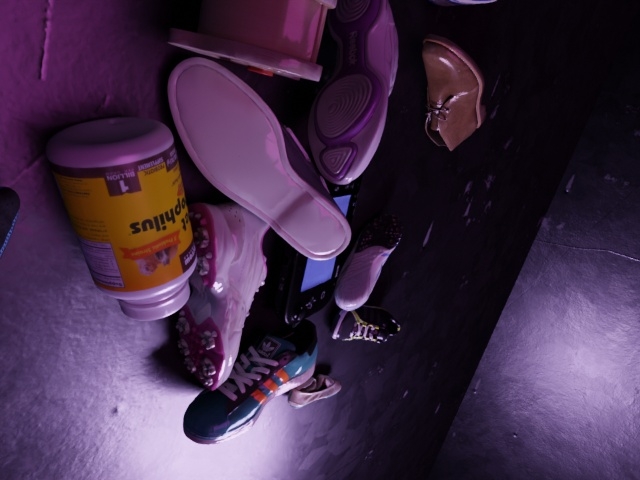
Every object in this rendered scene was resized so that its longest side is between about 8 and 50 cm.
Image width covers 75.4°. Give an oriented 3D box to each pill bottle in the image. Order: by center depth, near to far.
[{"bbox_3d":[-0.206,-0.018,0.463,0.117,0.117,0.215,-28,132,-36],"label":"pill bottle"}]

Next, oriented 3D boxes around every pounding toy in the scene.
[{"bbox_3d":[-0.053,-0.246,0.403,0.269,0.154,0.155,-61,165,-71],"label":"pounding toy"}]

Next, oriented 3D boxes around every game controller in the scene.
[{"bbox_3d":[0.000,0.000,0.757,0.166,0.067,0.319,-10,120,-46],"label":"game controller"}]

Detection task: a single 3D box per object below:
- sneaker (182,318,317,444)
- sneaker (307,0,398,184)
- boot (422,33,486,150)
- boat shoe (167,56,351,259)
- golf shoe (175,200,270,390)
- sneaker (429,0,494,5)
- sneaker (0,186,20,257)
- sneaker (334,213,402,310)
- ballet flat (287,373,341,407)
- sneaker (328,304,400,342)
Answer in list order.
[{"bbox_3d":[-0.114,0.232,0.744,0.302,0.108,0.121,-22,127,-50],"label":"sneaker"},{"bbox_3d":[0.070,-0.222,0.616,0.152,0.114,0.305,26,72,-60],"label":"sneaker"},{"bbox_3d":[0.264,-0.290,0.859,0.115,0.112,0.305,-51,145,3],"label":"boot"},{"bbox_3d":[-0.075,-0.103,0.566,0.116,0.099,0.319,-36,119,11],"label":"boat shoe"},{"bbox_3d":[-0.135,0.086,0.620,0.140,0.115,0.306,-19,127,-46],"label":"golf shoe"},{"bbox_3d":[0.192,-0.450,0.648,0.296,0.131,0.112,-13,124,-43],"label":"sneaker"},{"bbox_3d":[-0.375,-0.074,0.263,0.341,0.125,0.140,59,38,-45],"label":"sneaker"},{"bbox_3d":[0.101,0.044,0.904,0.237,0.085,0.086,-58,176,-15],"label":"sneaker"},{"bbox_3d":[-0.007,0.344,0.975,0.168,0.057,0.052,-4,105,-49],"label":"ballet flat"},{"bbox_3d":[0.119,0.202,0.995,0.234,0.097,0.084,1,111,-50],"label":"sneaker"}]
